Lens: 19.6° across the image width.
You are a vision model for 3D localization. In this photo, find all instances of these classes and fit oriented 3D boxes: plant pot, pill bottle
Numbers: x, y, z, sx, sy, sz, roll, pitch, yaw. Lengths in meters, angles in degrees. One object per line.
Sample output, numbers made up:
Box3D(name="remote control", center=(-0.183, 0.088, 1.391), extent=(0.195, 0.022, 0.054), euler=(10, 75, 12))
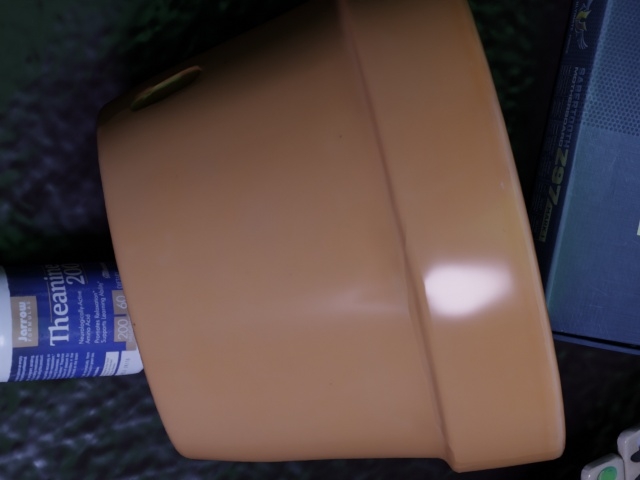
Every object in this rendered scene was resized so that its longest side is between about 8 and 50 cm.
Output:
Box3D(name="plant pot", center=(0.000, 0.000, 1.013), extent=(0.203, 0.291, 0.291), euler=(-14, 102, 0))
Box3D(name="pill bottle", center=(-0.162, 0.046, 1.062), extent=(0.120, 0.067, 0.067), euler=(-2, 98, -18))

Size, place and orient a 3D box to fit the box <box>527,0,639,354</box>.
Box3D(name="box", center=(0.230, -0.041, 1.184), extent=(0.183, 0.059, 0.233), euler=(11, 93, -19))

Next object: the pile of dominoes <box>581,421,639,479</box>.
Box3D(name="pile of dominoes", center=(0.161, 0.254, 1.174), extent=(0.251, 0.040, 0.196), euler=(-39, 128, -12))
